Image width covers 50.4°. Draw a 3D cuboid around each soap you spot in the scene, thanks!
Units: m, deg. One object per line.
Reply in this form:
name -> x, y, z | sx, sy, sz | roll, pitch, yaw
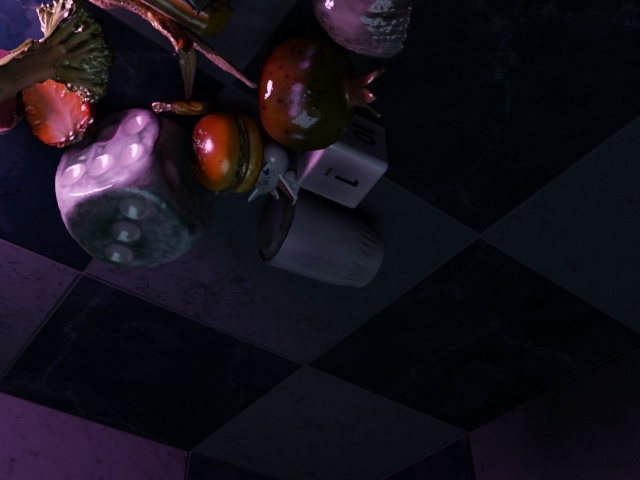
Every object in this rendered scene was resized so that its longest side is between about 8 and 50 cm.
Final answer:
soap -> -0.328, -0.583, 1.595 | 0.257, 0.160, 0.080 | 26, 132, -26

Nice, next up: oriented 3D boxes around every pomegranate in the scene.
pomegranate -> 0.004, -0.373, 1.717 | 0.323, 0.291, 0.291 | -6, 136, 4

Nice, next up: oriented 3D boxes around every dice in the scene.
dice -> -0.521, -0.145, 1.937 | 0.327, 0.331, 0.348 | -14, 134, 15

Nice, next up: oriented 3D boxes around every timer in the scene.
timer -> 0.059, -0.241, 1.936 | 0.194, 0.193, 0.194 | 21, 133, -20

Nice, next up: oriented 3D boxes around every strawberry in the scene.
strawberry -> -0.712, -0.375, 1.856 | 0.190, 0.111, 0.237 | -26, 104, 6

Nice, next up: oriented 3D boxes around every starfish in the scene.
starfish -> -0.375, -0.478, 1.634 | 0.132, 0.383, 0.398 | -52, 152, -1

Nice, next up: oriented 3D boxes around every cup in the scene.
cup -> 0.000, 0.000, 2.153 | 0.371, 0.253, 0.253 | 20, 133, -23

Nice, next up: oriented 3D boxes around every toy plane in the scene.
toy plane -> -0.158, -0.202, 2.005 | 0.252, 0.118, 0.252 | 34, 151, 22

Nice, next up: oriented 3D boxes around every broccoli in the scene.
broccoli -> -0.667, -0.408, 1.634 | 0.221, 0.361, 0.252 | 29, 152, 9

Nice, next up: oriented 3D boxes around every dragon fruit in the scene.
dragon fruit -> 0.093, -0.563, 1.590 | 0.221, 0.204, 0.283 | 7, 135, -7

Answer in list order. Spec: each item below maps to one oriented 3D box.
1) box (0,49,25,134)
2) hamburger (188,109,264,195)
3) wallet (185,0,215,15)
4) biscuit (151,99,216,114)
box -> -0.932, -0.404, 1.773 | 0.293, 0.193, 0.168 | 6, 128, -6
hamburger -> -0.277, -0.243, 1.889 | 0.169, 0.246, 0.246 | 1, 143, -37
wallet -> -0.206, -0.663, 1.494 | 0.317, 0.044, 0.169 | -42, 124, 0
biscuit -> -0.376, -0.360, 1.836 | 0.174, 0.183, 0.039 | 1, 102, -3
